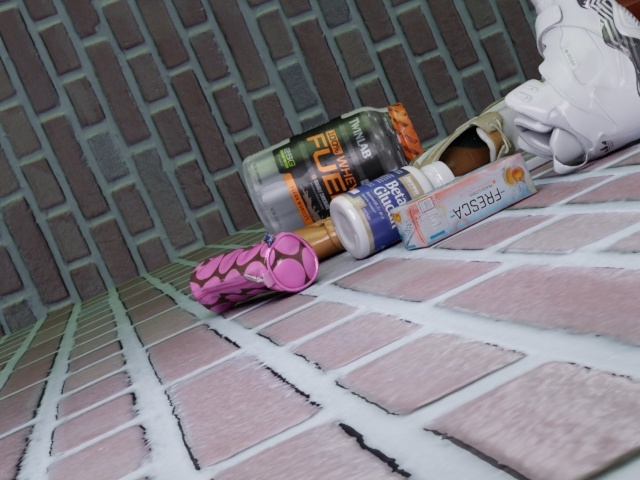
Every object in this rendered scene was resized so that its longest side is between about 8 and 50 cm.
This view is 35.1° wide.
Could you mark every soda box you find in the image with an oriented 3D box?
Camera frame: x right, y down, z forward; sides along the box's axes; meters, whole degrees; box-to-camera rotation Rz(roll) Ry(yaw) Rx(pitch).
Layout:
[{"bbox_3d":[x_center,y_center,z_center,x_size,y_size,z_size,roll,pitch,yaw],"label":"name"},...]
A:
[{"bbox_3d":[0.183,-0.050,1.298,0.183,0.058,0.063,-25,5,-22],"label":"soda box"}]

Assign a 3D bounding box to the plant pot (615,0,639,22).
[{"bbox_3d":[0.598,-0.381,1.876,0.267,0.267,0.236,-24,16,-5],"label":"plant pot"}]

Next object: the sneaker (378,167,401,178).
[{"bbox_3d":[0.118,-0.062,1.759,0.098,0.083,0.224,-45,3,-7],"label":"sneaker"}]

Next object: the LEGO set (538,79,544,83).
[{"bbox_3d":[0.448,-0.283,2.261,0.132,0.107,0.287,-27,6,-35],"label":"LEGO set"}]

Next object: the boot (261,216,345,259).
[{"bbox_3d":[0.000,0.000,1.557,0.152,0.072,0.197,-17,9,20],"label":"boot"}]

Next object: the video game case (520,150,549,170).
[{"bbox_3d":[0.337,-0.130,1.664,0.157,0.019,0.143,-26,6,-26],"label":"video game case"}]

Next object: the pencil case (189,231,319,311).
[{"bbox_3d":[-0.101,0.048,1.416,0.209,0.095,0.098,-21,21,50],"label":"pencil case"}]

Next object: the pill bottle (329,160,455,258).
[{"bbox_3d":[0.107,-0.049,1.422,0.169,0.094,0.094,-25,5,-17],"label":"pill bottle"}]

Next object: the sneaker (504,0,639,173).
[{"bbox_3d":[0.334,-0.254,1.431,0.210,0.365,0.137,-32,-34,3],"label":"sneaker"}]

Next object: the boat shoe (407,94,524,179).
[{"bbox_3d":[0.301,-0.173,1.827,0.302,0.113,0.103,-34,7,-3],"label":"boat shoe"}]

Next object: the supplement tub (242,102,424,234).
[{"bbox_3d":[0.034,-0.132,1.995,0.338,0.207,0.207,-24,5,4],"label":"supplement tub"}]
